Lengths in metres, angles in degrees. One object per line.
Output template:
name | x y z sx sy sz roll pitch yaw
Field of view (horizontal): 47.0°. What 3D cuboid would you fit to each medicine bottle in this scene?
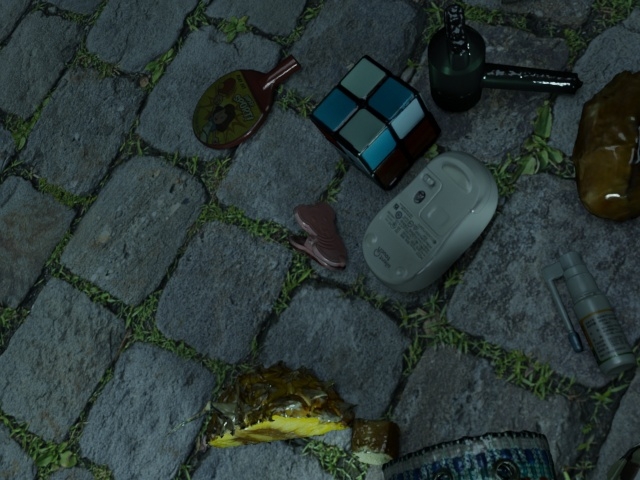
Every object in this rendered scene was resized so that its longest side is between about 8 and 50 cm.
medicine bottle | 0.462 0.129 1.285 0.092 0.061 0.221 -34 57 31

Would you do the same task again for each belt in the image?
belt | 0.237 0.416 1.184 0.294 0.207 0.161 -20 61 18

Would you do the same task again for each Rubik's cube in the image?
Rubik's cube | 0.115 -0.239 1.518 0.183 0.180 0.167 -49 58 2

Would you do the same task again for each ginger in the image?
ginger | 0.550 -0.194 1.310 0.321 0.172 0.165 -62 22 -7

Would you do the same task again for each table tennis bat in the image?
table tennis bat | -0.180 -0.342 1.782 0.310 0.038 0.200 -35 60 12

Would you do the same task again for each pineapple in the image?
pineapple | -0.112 0.302 1.417 0.334 0.158 0.161 -12 65 21

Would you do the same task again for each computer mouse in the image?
computer mouse | 0.216 -0.036 1.428 0.184 0.121 0.297 44 105 30

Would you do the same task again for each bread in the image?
bread | 0.101 0.367 1.346 0.083 0.077 0.070 -1 58 25

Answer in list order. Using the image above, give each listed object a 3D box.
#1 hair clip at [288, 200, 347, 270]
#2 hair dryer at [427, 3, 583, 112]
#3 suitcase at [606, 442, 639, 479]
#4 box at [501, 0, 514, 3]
hair clip | 0.004 -0.010 1.522 0.138 0.123 0.102 35 116 36
hair dryer | 0.359 -0.341 1.427 0.302 0.244 0.116 7 78 11
suitcase | 0.531 0.495 1.030 0.351 0.194 0.339 29 90 32
box | 0.446 -0.649 1.587 0.135 0.079 0.270 -7 67 23
